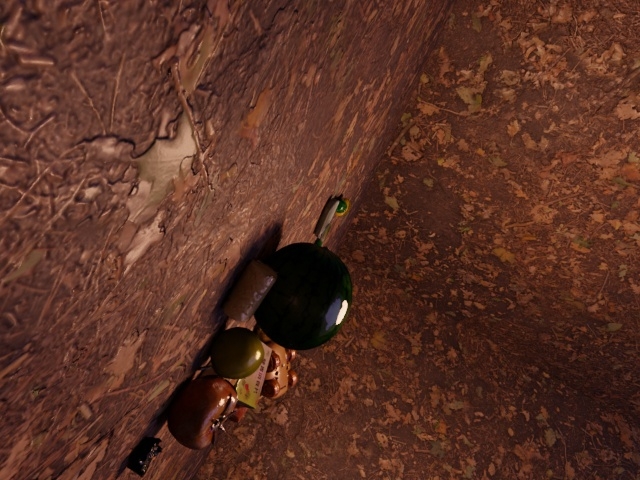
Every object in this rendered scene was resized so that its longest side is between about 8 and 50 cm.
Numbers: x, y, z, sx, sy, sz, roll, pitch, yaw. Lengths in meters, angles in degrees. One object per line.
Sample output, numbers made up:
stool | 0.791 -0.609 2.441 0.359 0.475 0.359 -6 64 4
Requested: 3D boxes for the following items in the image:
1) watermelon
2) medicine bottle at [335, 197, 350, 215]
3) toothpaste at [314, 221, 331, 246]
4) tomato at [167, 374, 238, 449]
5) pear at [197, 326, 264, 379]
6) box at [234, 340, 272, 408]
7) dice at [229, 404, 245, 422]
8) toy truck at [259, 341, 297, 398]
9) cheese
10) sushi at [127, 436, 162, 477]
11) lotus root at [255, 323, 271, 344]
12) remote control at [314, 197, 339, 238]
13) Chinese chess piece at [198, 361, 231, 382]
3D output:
watermelon | -0.058 0.180 1.362 0.363 0.364 0.363 -59 173 -11
medicine bottle | 0.110 -0.183 2.219 0.111 0.076 0.309 -62 172 7
toothpaste | 0.000 0.000 2.331 0.247 0.047 0.078 -60 178 -25
tomato | -0.370 0.525 1.248 0.213 0.181 0.155 -63 168 -8
pear | -0.291 0.378 1.327 0.216 0.166 0.180 -27 169 -29
box | -0.299 0.545 1.710 0.175 0.062 0.260 55 40 -48
dice | -0.383 0.680 1.822 0.175 0.179 0.173 -50 170 -34
toy truck | -0.245 0.635 1.990 0.204 0.212 0.287 -5 90 -59
cheese | -0.206 0.147 1.194 0.167 0.094 0.123 -56 -176 6
sushi | -0.493 0.599 1.158 0.084 0.056 0.083 -49 160 -54
lotus root | -0.271 0.439 1.988 0.190 0.095 0.108 98 0 -61
remote control | 0.029 -0.108 2.022 0.104 0.052 0.247 -52 170 -46
Chinese chess piece | -0.379 0.522 1.489 0.250 0.097 0.251 -58 174 -10
